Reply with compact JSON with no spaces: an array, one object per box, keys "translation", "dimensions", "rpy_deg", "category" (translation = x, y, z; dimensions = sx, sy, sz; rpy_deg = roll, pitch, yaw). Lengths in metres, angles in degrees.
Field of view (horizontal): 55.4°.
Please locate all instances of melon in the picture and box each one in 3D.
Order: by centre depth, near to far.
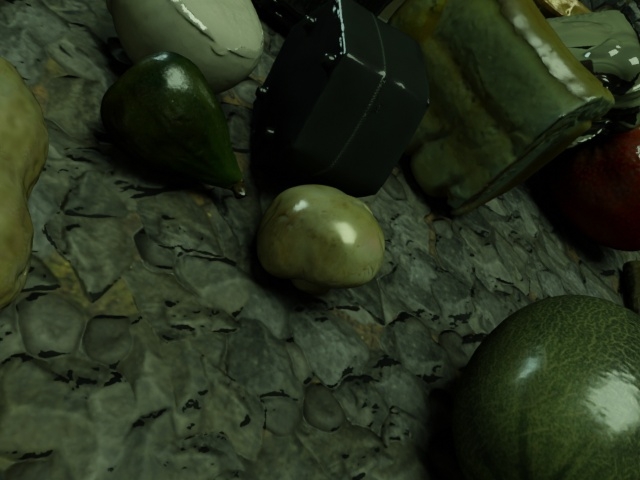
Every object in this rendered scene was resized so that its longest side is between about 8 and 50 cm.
[{"translation":[0.271,0.191,0.666],"dimensions":[0.237,0.237,0.301],"rpy_deg":[53,42,6],"category":"melon"}]

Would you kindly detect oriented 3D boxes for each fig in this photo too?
[{"translation":[-0.142,-0.111,0.642],"dimensions":[0.177,0.117,0.117],"rpy_deg":[45,34,-37],"category":"fig"}]

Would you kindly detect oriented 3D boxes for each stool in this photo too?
[{"translation":[0.016,-0.167,0.748],"dimensions":[0.141,0.232,0.232],"rpy_deg":[21,45,-30],"category":"stool"}]

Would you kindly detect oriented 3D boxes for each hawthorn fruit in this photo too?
[{"translation":[0.611,-0.104,1.247],"dimensions":[0.307,0.265,0.265],"rpy_deg":[59,33,-23],"category":"hawthorn fruit"}]

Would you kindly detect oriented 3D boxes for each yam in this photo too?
[{"translation":[0.646,0.136,1.218],"dimensions":[0.061,0.061,0.274],"rpy_deg":[40,40,-11],"category":"yam"}]

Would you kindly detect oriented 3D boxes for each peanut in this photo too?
[{"translation":[-0.270,-0.055,0.468],"dimensions":[0.117,0.101,0.263],"rpy_deg":[38,34,-45],"category":"peanut"}]

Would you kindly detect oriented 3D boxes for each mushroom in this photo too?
[{"translation":[0.000,0.000,0.668],"dimensions":[0.148,0.112,0.148],"rpy_deg":[16,28,-9],"category":"mushroom"}]

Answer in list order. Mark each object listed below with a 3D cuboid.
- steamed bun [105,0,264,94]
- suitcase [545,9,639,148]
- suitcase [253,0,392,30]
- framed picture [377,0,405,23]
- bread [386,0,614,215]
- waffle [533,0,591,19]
[{"translation":[-0.166,-0.265,0.722],"dimensions":[0.177,0.130,0.228],"rpy_deg":[19,44,-46],"category":"steamed bun"},{"translation":[0.436,-0.304,1.163],"dimensions":[0.339,0.351,0.194],"rpy_deg":[-71,152,-46],"category":"suitcase"},{"translation":[0.045,-0.471,0.937],"dimensions":[0.229,0.335,0.152],"rpy_deg":[34,36,-17],"category":"suitcase"},{"translation":[0.111,-0.497,1.220],"dimensions":[0.247,0.022,0.335],"rpy_deg":[38,36,15],"category":"framed picture"},{"translation":[0.243,-0.243,0.969],"dimensions":[0.210,0.300,0.341],"rpy_deg":[-15,64,-50],"category":"bread"},{"translation":[0.471,-0.491,1.409],"dimensions":[0.304,0.078,0.348],"rpy_deg":[28,-2,-18],"category":"waffle"}]
